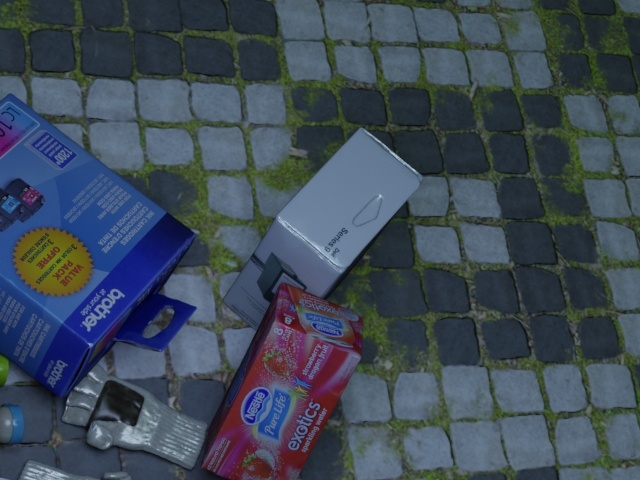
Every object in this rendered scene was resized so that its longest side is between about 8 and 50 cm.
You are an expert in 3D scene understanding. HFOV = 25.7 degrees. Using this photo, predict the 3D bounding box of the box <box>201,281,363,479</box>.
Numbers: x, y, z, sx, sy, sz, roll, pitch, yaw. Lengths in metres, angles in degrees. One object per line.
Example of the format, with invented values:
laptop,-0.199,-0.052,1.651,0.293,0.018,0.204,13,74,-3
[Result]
box,-0.051,0.204,1.881,0.128,0.257,0.122,24,24,-7

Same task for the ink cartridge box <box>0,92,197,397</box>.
ink cartridge box,-0.362,0.022,1.909,0.395,0.151,0.270,38,47,0

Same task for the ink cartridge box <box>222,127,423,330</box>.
ink cartridge box,0.000,0.000,1.991,0.121,0.289,0.211,40,58,2

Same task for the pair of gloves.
pair of gloves,-0.279,0.300,1.885,0.204,0.042,0.240,29,59,-4

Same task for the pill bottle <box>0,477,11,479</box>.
pill bottle,-0.422,0.394,1.749,0.103,0.103,0.184,5,63,-17

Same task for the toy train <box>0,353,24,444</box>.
toy train,-0.479,0.164,1.855,0.143,0.105,0.248,2,60,-33
